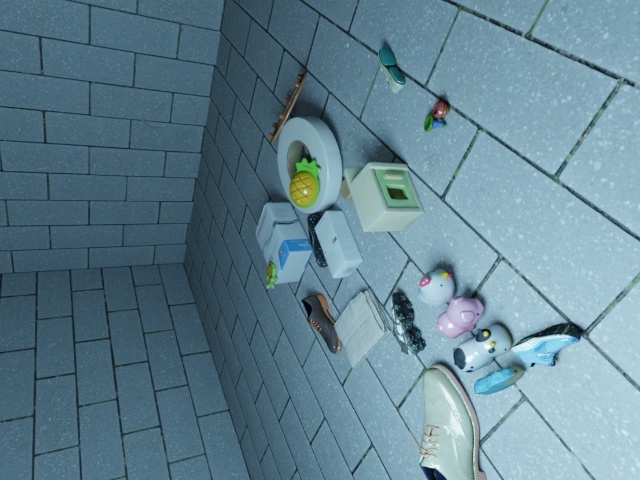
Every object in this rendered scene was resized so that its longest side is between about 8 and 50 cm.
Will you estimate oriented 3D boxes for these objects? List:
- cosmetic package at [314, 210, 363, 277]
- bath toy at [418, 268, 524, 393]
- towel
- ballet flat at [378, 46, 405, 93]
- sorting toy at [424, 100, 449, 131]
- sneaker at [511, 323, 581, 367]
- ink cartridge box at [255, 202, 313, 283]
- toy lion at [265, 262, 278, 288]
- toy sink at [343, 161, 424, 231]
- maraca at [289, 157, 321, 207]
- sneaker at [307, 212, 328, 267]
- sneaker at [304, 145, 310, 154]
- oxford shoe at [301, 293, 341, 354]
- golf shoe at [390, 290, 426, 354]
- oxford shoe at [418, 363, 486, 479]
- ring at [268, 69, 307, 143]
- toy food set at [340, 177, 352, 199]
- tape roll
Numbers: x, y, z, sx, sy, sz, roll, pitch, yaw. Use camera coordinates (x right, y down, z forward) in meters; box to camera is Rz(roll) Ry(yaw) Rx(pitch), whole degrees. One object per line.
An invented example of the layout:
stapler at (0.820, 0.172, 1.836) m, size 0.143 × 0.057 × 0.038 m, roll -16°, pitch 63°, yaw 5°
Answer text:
cosmetic package at (0.064, 0.012, 1.660) m, size 0.117 × 0.086 × 0.231 m, roll -55°, pitch 47°, yaw 45°
bath toy at (0.359, 0.208, 1.124) m, size 0.151 × 0.129 × 0.348 m, roll -38°, pitch 54°, yaw 14°
towel at (0.141, 0.317, 1.584) m, size 0.282 × 0.049 × 0.187 m, roll -62°, pitch 41°, yaw 42°
ballet flat at (0.214, -0.533, 1.394) m, size 0.052 × 0.057 × 0.168 m, roll 120°, pitch 138°, yaw -57°
sorting toy at (0.328, -0.338, 1.234) m, size 0.102 × 0.042 × 0.061 m, roll 117°, pitch 156°, yaw -58°
sneaker at (0.501, 0.234, 0.966) m, size 0.073 × 0.063 × 0.162 m, roll 58°, pitch 147°, yaw 13°
ink cartridge box at (-0.172, 0.008, 2.018) m, size 0.307 × 0.129 × 0.223 m, roll 63°, pitch 143°, yaw 35°
toy lion at (-0.218, 0.153, 1.960) m, size 0.100 × 0.034 × 0.096 m, roll -55°, pitch 41°, yaw 48°
toy sink at (0.192, -0.158, 1.361) m, size 0.131 × 0.153 × 0.234 m, roll -47°, pitch 51°, yaw 51°
maraca at (-0.058, -0.214, 1.668) m, size 0.127 × 0.099 × 0.185 m, roll 17°, pitch 106°, yaw 21°
sneaker at (0.000, 0.000, 1.801) m, size 0.097 × 0.084 × 0.234 m, roll 103°, pitch 157°, yaw -72°
sneaker at (-0.024, -0.385, 1.824) m, size 0.134 × 0.051 × 0.070 m, roll 27°, pitch 133°, yaw 46°
oxford shoe at (-0.001, 0.339, 1.777) m, size 0.271 × 0.098 × 0.097 m, roll 62°, pitch 141°, yaw 37°
golf shoe at (0.247, 0.259, 1.369) m, size 0.094 × 0.077 × 0.198 m, roll -45°, pitch 53°, yaw 52°
oxford shoe at (0.329, 0.535, 1.175) m, size 0.140 × 0.147 × 0.396 m, roll -36°, pitch 61°, yaw 56°
ring at (-0.145, -0.564, 1.872) m, size 0.336 × 0.032 × 0.336 m, roll -58°, pitch 15°, yaw 25°
toy food set at (0.100, -0.191, 1.646) m, size 0.083 × 0.020 × 0.082 m, roll 46°, pitch 131°, yaw 48°
tape roll at (-0.054, -0.304, 1.786) m, size 0.392 × 0.072 × 0.391 m, roll 31°, pitch 129°, yaw 49°
